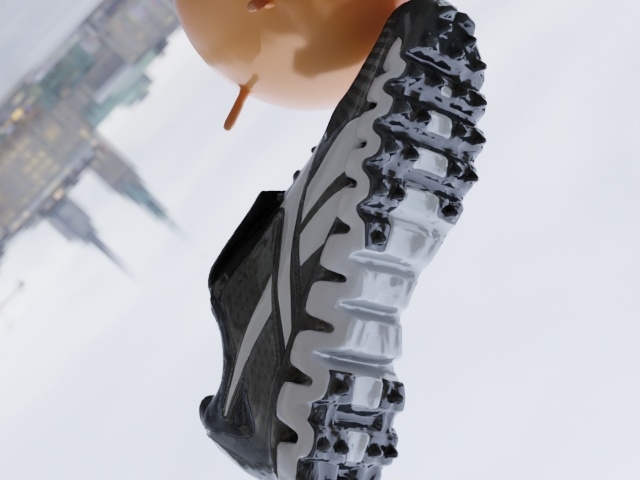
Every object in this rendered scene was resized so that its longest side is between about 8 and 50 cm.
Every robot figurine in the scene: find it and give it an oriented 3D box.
[{"bbox_3d":[0.009,-0.153,0.770,0.158,0.128,0.219,-7,-140,42],"label":"robot figurine"}]

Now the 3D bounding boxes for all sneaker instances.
[{"bbox_3d":[0.000,0.000,0.701,0.106,0.078,0.234,14,-92,39],"label":"sneaker"}]
